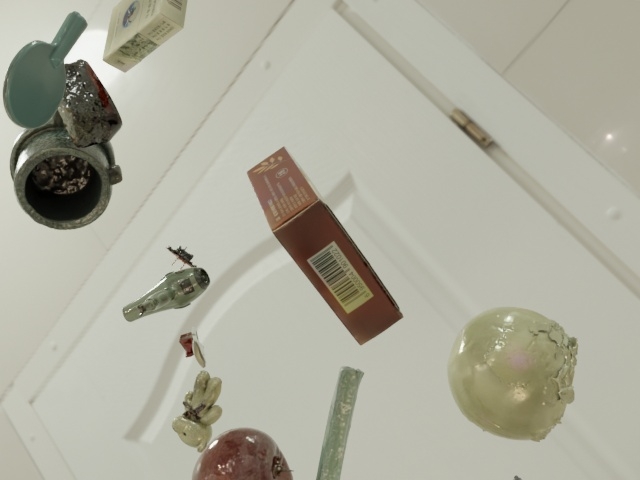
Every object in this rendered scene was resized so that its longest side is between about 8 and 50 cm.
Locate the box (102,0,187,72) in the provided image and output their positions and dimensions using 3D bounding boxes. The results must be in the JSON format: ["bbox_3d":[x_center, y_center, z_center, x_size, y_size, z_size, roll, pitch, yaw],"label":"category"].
[{"bbox_3d":[-0.413,-0.528,1.593,0.256,0.164,0.069,-18,-30,41],"label":"box"}]

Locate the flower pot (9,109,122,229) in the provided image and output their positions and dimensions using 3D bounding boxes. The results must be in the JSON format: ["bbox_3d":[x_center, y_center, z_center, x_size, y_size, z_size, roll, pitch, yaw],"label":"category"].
[{"bbox_3d":[-0.696,-0.209,1.834,0.298,0.283,0.299,-9,-61,-17],"label":"flower pot"}]

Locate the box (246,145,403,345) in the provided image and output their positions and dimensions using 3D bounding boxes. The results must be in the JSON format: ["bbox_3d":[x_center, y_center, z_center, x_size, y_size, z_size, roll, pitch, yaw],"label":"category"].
[{"bbox_3d":[0.000,0.000,1.523,0.122,0.385,0.345,-35,-63,2],"label":"box"}]

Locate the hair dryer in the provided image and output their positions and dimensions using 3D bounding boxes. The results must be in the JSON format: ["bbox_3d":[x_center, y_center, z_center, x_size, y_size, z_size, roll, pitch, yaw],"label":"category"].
[{"bbox_3d":[-0.407,0.151,1.560,0.229,0.092,0.267,-26,1,31],"label":"hair dryer"}]

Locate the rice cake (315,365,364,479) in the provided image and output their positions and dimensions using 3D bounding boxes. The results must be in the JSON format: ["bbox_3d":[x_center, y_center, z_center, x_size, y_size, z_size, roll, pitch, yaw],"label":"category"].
[{"bbox_3d":[0.039,0.467,1.600,0.066,0.062,0.337,-121,44,-90],"label":"rice cake"}]

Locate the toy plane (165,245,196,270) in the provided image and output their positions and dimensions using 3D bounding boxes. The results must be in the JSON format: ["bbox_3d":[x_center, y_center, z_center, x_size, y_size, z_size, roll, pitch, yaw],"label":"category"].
[{"bbox_3d":[-0.467,0.051,2.259,0.061,0.130,0.189,-51,16,4],"label":"toy plane"}]

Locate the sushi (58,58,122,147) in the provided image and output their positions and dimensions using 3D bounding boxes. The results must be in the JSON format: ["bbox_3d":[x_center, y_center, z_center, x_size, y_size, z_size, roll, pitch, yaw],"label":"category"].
[{"bbox_3d":[-0.601,-0.343,1.687,0.126,0.225,0.136,-27,-19,-23],"label":"sushi"}]

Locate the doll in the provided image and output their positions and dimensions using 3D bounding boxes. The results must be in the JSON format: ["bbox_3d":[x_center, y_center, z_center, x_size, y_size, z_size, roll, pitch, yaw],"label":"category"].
[{"bbox_3d":[-0.449,0.616,2.441,0.175,0.149,0.278,-171,97,-71],"label":"doll"}]

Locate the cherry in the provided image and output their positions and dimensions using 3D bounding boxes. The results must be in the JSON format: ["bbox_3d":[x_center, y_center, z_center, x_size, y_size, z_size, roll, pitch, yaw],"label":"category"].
[{"bbox_3d":[-0.207,0.616,1.740,0.307,0.261,0.221,-16,23,29],"label":"cherry"}]

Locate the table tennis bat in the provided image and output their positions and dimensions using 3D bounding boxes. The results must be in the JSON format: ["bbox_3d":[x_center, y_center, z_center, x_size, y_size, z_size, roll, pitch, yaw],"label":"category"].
[{"bbox_3d":[-0.479,-0.304,1.176,0.149,0.038,0.237,78,-148,-67],"label":"table tennis bat"}]

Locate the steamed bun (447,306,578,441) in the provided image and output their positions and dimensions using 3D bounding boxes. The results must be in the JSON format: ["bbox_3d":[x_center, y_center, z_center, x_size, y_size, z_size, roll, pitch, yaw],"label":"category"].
[{"bbox_3d":[0.495,0.329,1.731,0.233,0.311,0.334,103,179,-63],"label":"steamed bun"}]

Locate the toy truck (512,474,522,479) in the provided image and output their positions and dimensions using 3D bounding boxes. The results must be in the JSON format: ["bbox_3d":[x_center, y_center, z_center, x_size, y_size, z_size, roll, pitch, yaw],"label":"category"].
[{"bbox_3d":[0.170,0.405,0.727,0.268,0.155,0.124,-44,-1,2],"label":"toy truck"}]

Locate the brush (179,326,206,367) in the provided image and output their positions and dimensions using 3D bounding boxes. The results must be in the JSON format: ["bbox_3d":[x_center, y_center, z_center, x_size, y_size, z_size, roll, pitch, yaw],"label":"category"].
[{"bbox_3d":[-0.289,0.240,1.507,0.050,0.060,0.321,-20,2,-12],"label":"brush"}]
